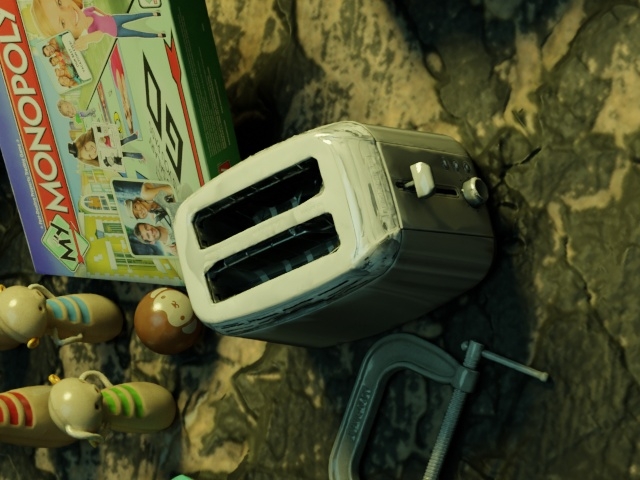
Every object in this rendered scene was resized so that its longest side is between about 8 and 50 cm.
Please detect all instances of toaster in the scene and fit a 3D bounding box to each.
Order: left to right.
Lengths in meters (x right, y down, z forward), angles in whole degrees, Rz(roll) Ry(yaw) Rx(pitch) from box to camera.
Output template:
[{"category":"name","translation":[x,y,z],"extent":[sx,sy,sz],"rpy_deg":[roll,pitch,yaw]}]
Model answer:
[{"category":"toaster","translation":[0.000,0.000,1.043],"extent":[0.227,0.146,0.129],"rpy_deg":[-23,72,30]}]

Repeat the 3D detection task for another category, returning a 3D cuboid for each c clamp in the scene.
[{"category":"c clamp","translation":[0.072,0.136,1.055],"extent":[0.137,0.022,0.161],"rpy_deg":[29,100,32]}]

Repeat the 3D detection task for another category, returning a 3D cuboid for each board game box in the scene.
[{"category":"board game box","translation":[-0.170,-0.119,1.142],"extent":[0.213,0.046,0.317],"rpy_deg":[3,116,33]}]

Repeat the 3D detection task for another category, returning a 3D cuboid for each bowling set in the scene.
[{"category":"bowling set","translation":[-0.206,0.096,1.162],"extent":[0.200,0.154,0.287],"rpy_deg":[-50,62,19]}]

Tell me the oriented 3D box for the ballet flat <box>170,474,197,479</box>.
[{"category":"ballet flat","translation":[-0.117,0.304,1.122],"extent":[0.083,0.087,0.247],"rpy_deg":[-3,83,34]}]
